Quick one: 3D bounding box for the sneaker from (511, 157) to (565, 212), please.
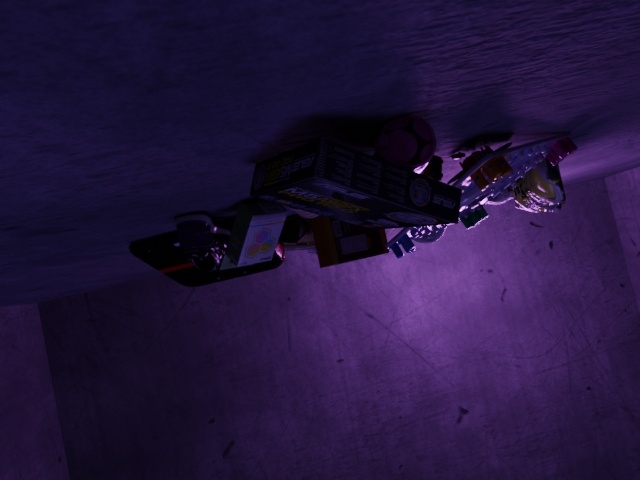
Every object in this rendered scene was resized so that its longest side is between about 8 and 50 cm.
[{"bbox_3d":[0.708,-0.165,1.571,0.147,0.145,0.384,-8,161,21],"label":"sneaker"}]

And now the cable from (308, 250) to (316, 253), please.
[{"bbox_3d":[0.000,0.000,1.820,0.256,0.089,0.257,11,171,19],"label":"cable"}]

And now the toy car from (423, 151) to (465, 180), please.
[{"bbox_3d":[0.283,-0.167,1.103,0.121,0.060,0.040,-11,179,-33],"label":"toy car"}]

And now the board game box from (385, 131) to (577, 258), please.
[{"bbox_3d":[0.404,-0.107,1.214,0.389,0.050,0.390,-18,161,-37],"label":"board game box"}]

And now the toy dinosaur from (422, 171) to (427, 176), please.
[{"bbox_3d":[0.209,-0.109,1.333,0.200,0.127,0.295,-7,173,22],"label":"toy dinosaur"}]

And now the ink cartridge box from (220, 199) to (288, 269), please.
[{"bbox_3d":[-0.166,0.003,1.186,0.108,0.062,0.209,-10,133,-44],"label":"ink cartridge box"}]

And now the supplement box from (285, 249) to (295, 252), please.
[{"bbox_3d":[-0.214,0.012,1.757,0.219,0.111,0.113,-15,176,40],"label":"supplement box"}]

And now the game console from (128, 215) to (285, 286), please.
[{"bbox_3d":[-0.329,0.037,1.481,0.386,0.060,0.342,-14,152,11],"label":"game console"}]

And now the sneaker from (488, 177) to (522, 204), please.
[{"bbox_3d":[0.722,-0.210,1.791,0.252,0.103,0.111,-20,170,18],"label":"sneaker"}]

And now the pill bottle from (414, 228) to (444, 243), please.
[{"bbox_3d":[0.337,-0.089,1.525,0.119,0.119,0.209,-14,-156,21],"label":"pill bottle"}]

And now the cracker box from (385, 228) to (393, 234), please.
[{"bbox_3d":[0.216,-0.071,1.692,0.155,0.067,0.232,-8,151,-48],"label":"cracker box"}]

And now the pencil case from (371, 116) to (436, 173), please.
[{"bbox_3d":[0.126,-0.139,0.802,0.098,0.095,0.209,15,175,2],"label":"pencil case"}]

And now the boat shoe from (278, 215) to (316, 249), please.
[{"bbox_3d":[-0.062,-0.028,1.608,0.324,0.123,0.116,-11,172,-20],"label":"boat shoe"}]

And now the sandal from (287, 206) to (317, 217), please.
[{"bbox_3d":[-0.010,-0.092,1.107,0.101,0.076,0.265,-14,176,20],"label":"sandal"}]

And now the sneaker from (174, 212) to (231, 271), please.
[{"bbox_3d":[-0.293,0.028,1.235,0.107,0.124,0.283,-12,166,8],"label":"sneaker"}]

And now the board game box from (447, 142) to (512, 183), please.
[{"bbox_3d":[0.362,-0.193,1.124,0.133,0.033,0.168,-38,-175,-40],"label":"board game box"}]

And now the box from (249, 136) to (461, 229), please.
[{"bbox_3d":[0.052,-0.077,0.772,0.269,0.060,0.216,14,172,-31],"label":"box"}]

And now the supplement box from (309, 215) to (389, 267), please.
[{"bbox_3d":[0.088,-0.029,1.515,0.194,0.192,0.129,-11,176,-20],"label":"supplement box"}]
